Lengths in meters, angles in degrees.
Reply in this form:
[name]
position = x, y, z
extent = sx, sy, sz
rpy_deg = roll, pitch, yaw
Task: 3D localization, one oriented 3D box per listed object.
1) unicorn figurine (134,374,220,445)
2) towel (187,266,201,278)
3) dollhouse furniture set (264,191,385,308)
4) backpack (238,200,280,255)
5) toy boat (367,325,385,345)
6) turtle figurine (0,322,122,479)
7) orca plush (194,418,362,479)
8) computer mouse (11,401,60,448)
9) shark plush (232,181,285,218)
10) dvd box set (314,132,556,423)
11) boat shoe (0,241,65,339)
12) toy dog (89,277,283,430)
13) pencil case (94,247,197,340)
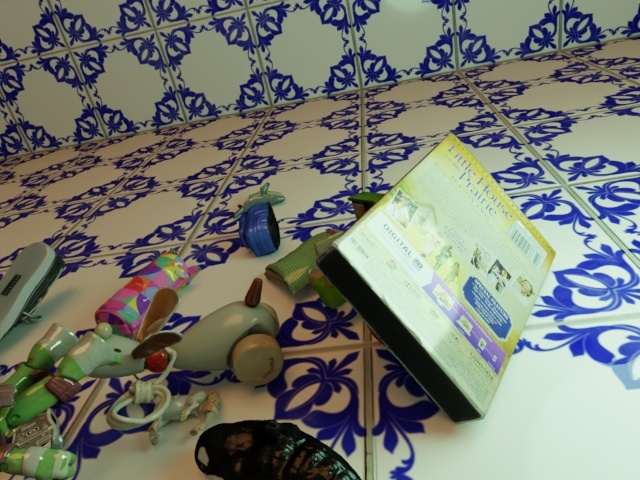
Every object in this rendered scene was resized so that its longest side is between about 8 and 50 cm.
[unicorn figurine]
position = -0.236, 0.267, 0.768
extent = 0.162, 0.060, 0.111
rpy_deg = 1, 19, -2
[towel]
position = -0.343, 0.083, 1.188
extent = 0.083, 0.009, 0.060
rpy_deg = -2, 29, 21
[dollhouse furniture set]
position = 0.000, 0.000, 0.990
extent = 0.197, 0.151, 0.301
rpy_deg = -26, 20, -23
[backpack]
position = -0.151, -0.018, 1.204
extent = 0.101, 0.098, 0.120
rpy_deg = -20, 40, 6
[toy boat]
position = 0.154, 0.096, 0.851
extent = 0.231, 0.151, 0.151
rpy_deg = -39, 7, -40
[turtle figurine]
position = -0.381, 0.260, 0.633
extent = 0.198, 0.274, 0.266
rpy_deg = -37, 13, 50
[orca plush]
position = -0.056, 0.281, 0.606
extent = 0.287, 0.102, 0.151
rpy_deg = 15, 39, 41
[computer mouse]
position = -0.471, 0.314, 0.793
extent = 0.106, 0.042, 0.193
rpy_deg = -23, 24, -26
[shark plush]
position = -0.188, -0.113, 1.436
extent = 0.161, 0.073, 0.067
rpy_deg = -22, 59, -26
[dvd box set]
position = 0.215, 0.026, 0.779
extent = 0.420, 0.307, 0.062
rpy_deg = -43, 2, -42
[boat shoe]
position = -0.711, 0.153, 1.119
extent = 0.113, 0.105, 0.306
rpy_deg = 9, 58, 16
[toy dog]
position = -0.207, 0.143, 0.788
extent = 0.333, 0.161, 0.220
rpy_deg = -10, 22, -32
[pencil case]
position = -0.376, 0.118, 1.050
extent = 0.104, 0.104, 0.236
rpy_deg = 1, 33, 25
